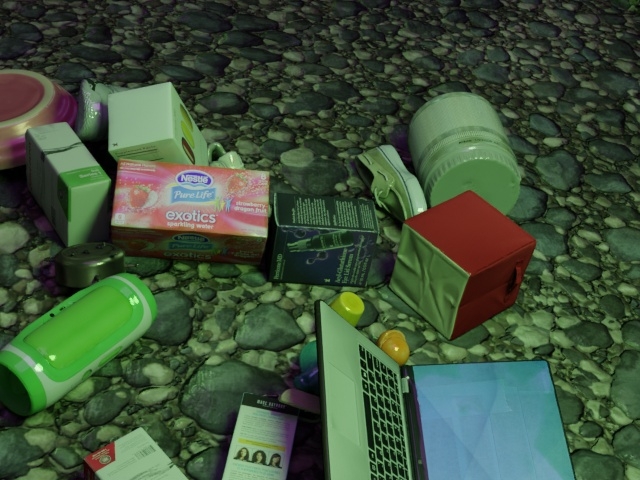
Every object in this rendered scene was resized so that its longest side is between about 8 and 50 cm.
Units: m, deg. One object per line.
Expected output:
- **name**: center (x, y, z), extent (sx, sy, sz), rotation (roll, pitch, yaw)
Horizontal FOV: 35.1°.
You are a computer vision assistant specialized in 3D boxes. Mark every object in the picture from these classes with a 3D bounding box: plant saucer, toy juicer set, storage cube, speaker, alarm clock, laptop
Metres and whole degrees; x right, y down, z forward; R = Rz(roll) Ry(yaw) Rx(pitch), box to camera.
- **plant saucer**: center (-0.697, -0.276, 2.199), extent (0.332, 0.084, 0.332), rotation (-2, 40, 2)
- **toy juicer set**: center (0.056, 0.248, 1.790), extent (0.209, 0.089, 0.329), rotation (35, 37, -2)
- **storage cube**: center (0.274, 0.046, 2.000), extent (0.193, 0.183, 0.215), rotation (-25, 51, -34)
- **speaker**: center (-0.418, 0.172, 1.729), extent (0.131, 0.131, 0.296), rotation (29, 42, 21)
- **alarm clock**: center (-0.450, 0.041, 1.909), extent (0.192, 0.064, 0.129), rotation (5, 18, 32)
- **laptop**: center (0.203, 0.298, 1.584), extent (0.236, 0.408, 0.382), rotation (-26, 45, 24)

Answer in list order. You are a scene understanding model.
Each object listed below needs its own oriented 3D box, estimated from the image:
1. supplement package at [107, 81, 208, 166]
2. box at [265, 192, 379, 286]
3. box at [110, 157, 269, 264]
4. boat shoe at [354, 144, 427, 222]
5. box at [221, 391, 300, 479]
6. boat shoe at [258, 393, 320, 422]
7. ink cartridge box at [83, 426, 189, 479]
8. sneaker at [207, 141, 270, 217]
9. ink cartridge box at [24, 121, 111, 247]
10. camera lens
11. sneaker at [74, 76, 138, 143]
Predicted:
- **supplement package**: center (-0.325, -0.190, 2.052), extent (0.134, 0.244, 0.139), rotation (-10, 65, 7)
- **box**: center (0.000, 0.000, 2.016), extent (0.207, 0.153, 0.108), rotation (3, 40, -9)
- **box**: center (-0.255, -0.055, 1.993), extent (0.300, 0.142, 0.154), rotation (5, 64, -8)
- **boat shoe**: center (0.158, -0.110, 2.244), extent (0.094, 0.109, 0.302), rotation (-15, 35, -7)
- **box**: center (-0.100, 0.360, 1.625), extent (0.100, 0.060, 0.244), rotation (12, 39, 0)
- **boat shoe**: center (-0.056, 0.283, 1.747), extent (0.125, 0.038, 0.046), rotation (13, 39, 3)
- **ink cartridge box**: center (-0.279, 0.377, 1.560), extent (0.109, 0.063, 0.150), rotation (-24, 51, -36)
- **sneaker**: center (-0.188, -0.127, 2.154), extent (0.090, 0.115, 0.232), rotation (-24, 50, -35)
- **ink cartridge box**: center (-0.508, -0.113, 2.027), extent (0.093, 0.160, 0.219), rotation (-16, 47, -30)
- **camera lens**: center (0.316, -0.184, 2.259), extent (0.219, 0.219, 0.274), rotation (3, 40, -10)
- **sneaker**: center (-0.414, -0.274, 2.191), extent (0.210, 0.137, 0.366), rotation (8, 10, -10)
